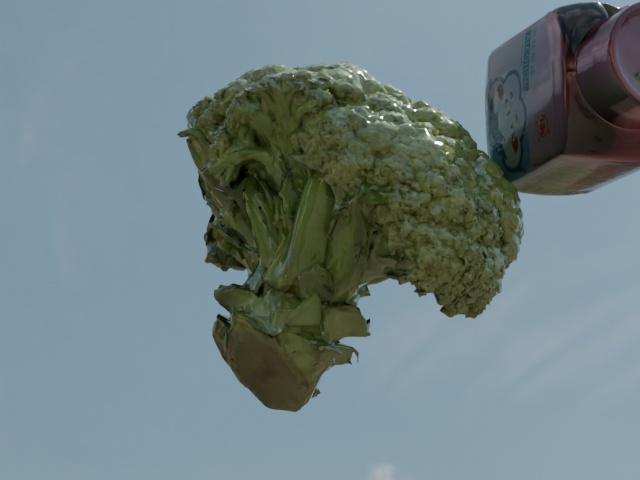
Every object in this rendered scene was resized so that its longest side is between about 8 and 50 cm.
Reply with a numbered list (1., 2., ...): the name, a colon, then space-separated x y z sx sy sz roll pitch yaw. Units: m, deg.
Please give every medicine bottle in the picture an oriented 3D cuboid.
1. medicine bottle: 0.197 -0.107 1.107 0.094 0.119 0.188 3 -12 -19

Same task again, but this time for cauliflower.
1. cauliflower: 0.000 0.000 1.129 0.272 0.250 0.275 27 -14 8
